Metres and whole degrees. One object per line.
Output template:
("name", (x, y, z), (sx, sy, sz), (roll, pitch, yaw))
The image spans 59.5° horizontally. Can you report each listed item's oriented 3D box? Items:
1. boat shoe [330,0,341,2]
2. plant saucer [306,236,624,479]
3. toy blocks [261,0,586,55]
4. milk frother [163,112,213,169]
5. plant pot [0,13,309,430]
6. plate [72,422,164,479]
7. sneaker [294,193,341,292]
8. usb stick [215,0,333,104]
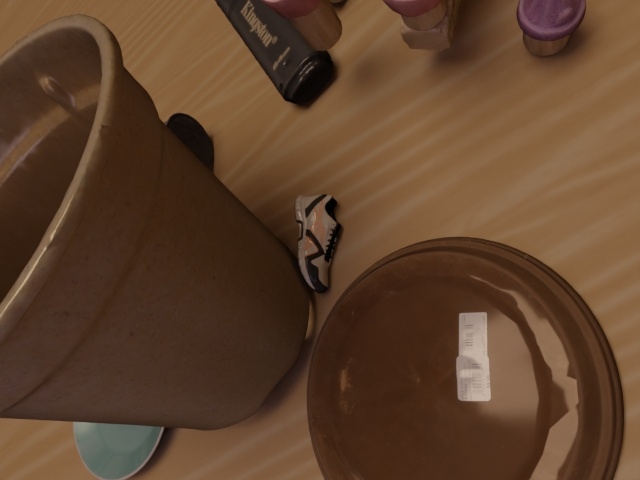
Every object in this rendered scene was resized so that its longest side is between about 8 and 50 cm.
("boat shoe", (0.038, -0.448, 0.661), (0.096, 0.112, 0.335), (28, 95, 34))
("plant saucer", (0.095, 0.126, 0.467), (0.278, 0.041, 0.277), (-13, 66, 32))
("toy blocks", (0.101, -0.318, 0.422), (0.309, 0.260, 0.288), (11, 86, 19))
("milk frother", (-0.214, -0.071, 0.738), (0.135, 0.129, 0.143), (-19, 107, 31))
("plant pot", (-0.182, 0.034, 0.513), (0.334, 0.305, 0.333), (-18, 56, 28))
("plate", (-0.244, 0.200, 0.699), (0.188, 0.024, 0.188), (-12, 68, 33))
("sneaker", (0.000, 0.000, 0.579), (0.044, 0.040, 0.109), (-10, 75, 16))
("usb stick", (-0.069, -0.277, 0.721), (0.077, 0.045, 0.278), (-42, 55, 16))
